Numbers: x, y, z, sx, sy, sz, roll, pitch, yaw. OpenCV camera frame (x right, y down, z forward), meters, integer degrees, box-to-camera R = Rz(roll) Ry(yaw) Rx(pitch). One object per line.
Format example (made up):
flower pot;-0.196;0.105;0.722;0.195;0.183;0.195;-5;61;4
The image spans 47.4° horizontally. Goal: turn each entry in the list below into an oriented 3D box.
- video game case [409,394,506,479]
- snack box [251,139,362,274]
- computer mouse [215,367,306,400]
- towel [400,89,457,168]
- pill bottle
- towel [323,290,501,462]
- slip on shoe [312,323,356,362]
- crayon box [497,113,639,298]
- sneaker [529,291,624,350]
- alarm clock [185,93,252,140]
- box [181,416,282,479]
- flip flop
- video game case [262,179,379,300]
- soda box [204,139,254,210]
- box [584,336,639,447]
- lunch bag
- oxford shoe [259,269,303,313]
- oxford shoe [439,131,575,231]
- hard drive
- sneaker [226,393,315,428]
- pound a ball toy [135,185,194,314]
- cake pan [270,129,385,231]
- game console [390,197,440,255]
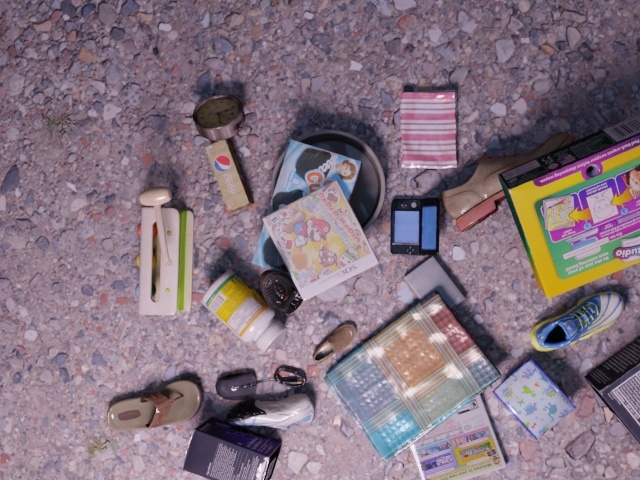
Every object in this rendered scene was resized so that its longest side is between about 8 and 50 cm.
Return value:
video game case;0.329;0.503;1.818;0.212;0.023;0.193;-20;86;7
snack box;-0.032;-0.069;1.809;0.187;0.060;0.322;18;92;7
computer mouse;-0.158;0.372;1.888;0.242;0.041;0.071;-10;87;8
towel;0.272;-0.279;1.835;0.144;0.029;0.197;0;89;10
pill bottle;-0.191;0.184;1.857;0.208;0.117;0.117;41;95;8
towel;0.221;0.339;1.806;0.370;0.040;0.271;-39;79;11
slip on shoe;0.034;0.264;1.858;0.135;0.041;0.051;-37;84;7
crayon box;0.634;-0.076;1.671;0.363;0.106;0.313;-23;116;8
sneaker;0.616;0.200;1.724;0.240;0.126;0.091;-31;85;8
alarm clock;-0.246;-0.306;1.870;0.192;0.064;0.129;31;64;34
box;-0.221;0.542;1.839;0.207;0.153;0.108;18;92;8
flip flop;-0.440;0.441;1.912;0.277;0.080;0.112;-14;87;9
video game case;0.000;0.000;1.760;0.206;0.026;0.227;-27;87;5
soda box;-0.237;-0.169;1.900;0.061;0.058;0.181;-21;85;8
box;0.827;0.358;1.659;0.294;0.183;0.296;-38;86;8
lunch bag;0.509;0.376;1.754;0.129;0.096;0.151;-44;93;6
oxford shoe;-0.117;0.115;1.795;0.096;0.227;0.083;39;81;21
oxford shoe;0.448;-0.169;1.761;0.348;0.123;0.130;-36;79;6
hard drive;0.286;0.120;1.830;0.094;0.022;0.135;-37;84;7
sneaker;-0.128;0.450;1.866;0.237;0.085;0.086;-11;113;15
pound a ball toy;-0.419;0.028;1.851;0.135;0.208;0.319;1;90;9
cake pan;0.021;-0.134;1.860;0.293;0.054;0.293;0;89;9
game console;0.233;-0.034;1.809;0.124;0.085;0.144;1;89;9
